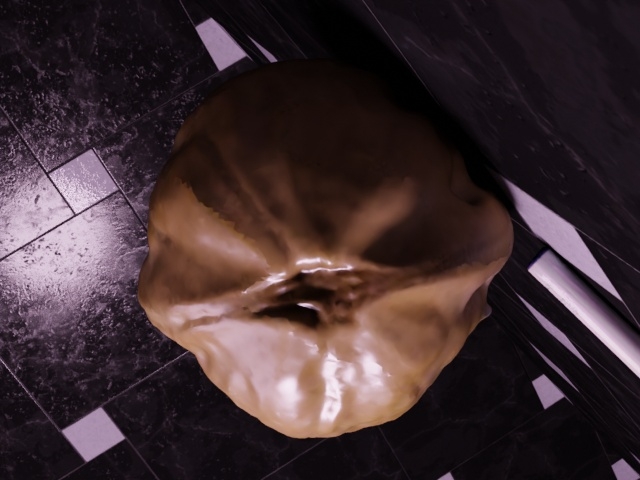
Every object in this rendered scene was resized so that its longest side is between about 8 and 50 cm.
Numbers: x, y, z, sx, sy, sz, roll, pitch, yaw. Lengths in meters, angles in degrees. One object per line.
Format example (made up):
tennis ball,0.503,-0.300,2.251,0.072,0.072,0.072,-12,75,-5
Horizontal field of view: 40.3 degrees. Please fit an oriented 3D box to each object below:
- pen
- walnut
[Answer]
pen,0.296,0.109,0.810,0.269,0.033,0.033,46,-178,13
walnut,-0.001,-0.005,0.856,0.383,0.383,0.383,45,-178,-2
